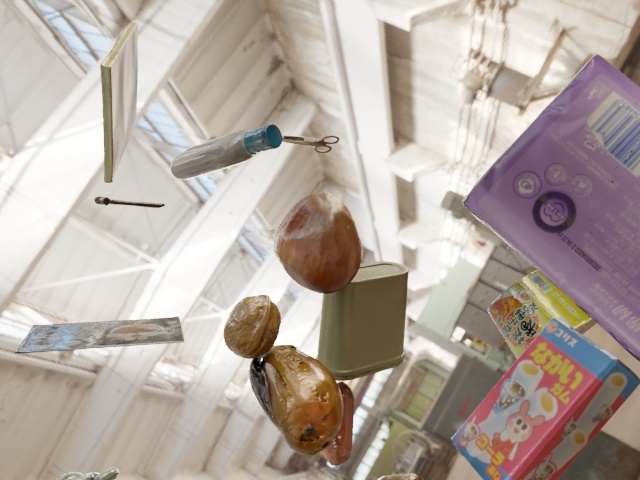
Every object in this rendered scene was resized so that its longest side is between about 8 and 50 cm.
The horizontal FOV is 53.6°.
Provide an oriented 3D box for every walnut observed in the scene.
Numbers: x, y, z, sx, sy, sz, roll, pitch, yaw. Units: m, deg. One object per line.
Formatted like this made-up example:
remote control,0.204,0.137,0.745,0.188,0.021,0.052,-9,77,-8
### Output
walnut,-0.122,0.154,1.149,0.124,0.105,0.105,-60,-16,2

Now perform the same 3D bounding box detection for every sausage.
sausage,0.043,0.434,1.507,0.077,0.077,0.194,81,-167,-64

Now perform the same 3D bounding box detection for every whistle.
whistle,-0.383,0.410,1.027,0.114,0.077,0.235,-44,-12,-10

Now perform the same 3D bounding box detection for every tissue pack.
tissue pack,0.382,-0.025,0.797,0.242,0.338,0.160,-48,-8,9

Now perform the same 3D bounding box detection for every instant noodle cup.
instant noodle cup,0.612,0.219,1.789,0.264,0.200,0.264,-29,-25,-14

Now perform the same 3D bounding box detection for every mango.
mango,-0.045,0.284,1.175,0.151,0.249,0.155,-14,-61,-24

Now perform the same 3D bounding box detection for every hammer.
hammer,-0.468,-0.091,1.577,0.178,0.065,0.021,5,-87,-37

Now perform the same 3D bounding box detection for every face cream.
face cream,-0.240,-0.235,1.656,0.163,0.337,0.080,-41,-66,-47

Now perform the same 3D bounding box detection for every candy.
candy,0.388,0.301,1.112,0.305,0.100,0.157,-53,28,5

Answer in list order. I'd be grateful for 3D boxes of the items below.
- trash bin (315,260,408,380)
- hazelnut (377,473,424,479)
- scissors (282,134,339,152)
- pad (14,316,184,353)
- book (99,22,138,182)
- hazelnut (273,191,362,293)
trash bin,0.105,0.187,1.514,0.243,0.121,0.247,-6,-71,-34
hazelnut,0.231,0.797,1.855,0.229,0.230,0.229,-54,-18,-26
scissors,-0.033,-0.279,1.797,0.176,0.022,0.085,2,-27,-31
pad,-0.350,0.152,1.033,0.170,0.246,0.006,-152,62,-73
book,-0.459,-0.329,1.466,0.373,0.028,0.262,-102,17,-58
hazelnut,0.000,0.000,1.324,0.177,0.214,0.214,-3,-55,-36
